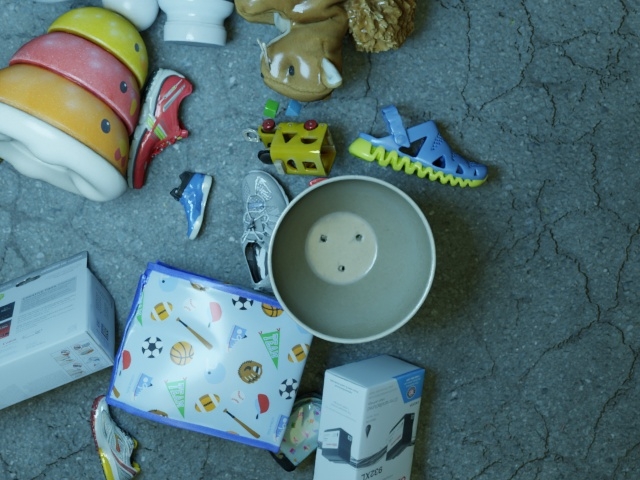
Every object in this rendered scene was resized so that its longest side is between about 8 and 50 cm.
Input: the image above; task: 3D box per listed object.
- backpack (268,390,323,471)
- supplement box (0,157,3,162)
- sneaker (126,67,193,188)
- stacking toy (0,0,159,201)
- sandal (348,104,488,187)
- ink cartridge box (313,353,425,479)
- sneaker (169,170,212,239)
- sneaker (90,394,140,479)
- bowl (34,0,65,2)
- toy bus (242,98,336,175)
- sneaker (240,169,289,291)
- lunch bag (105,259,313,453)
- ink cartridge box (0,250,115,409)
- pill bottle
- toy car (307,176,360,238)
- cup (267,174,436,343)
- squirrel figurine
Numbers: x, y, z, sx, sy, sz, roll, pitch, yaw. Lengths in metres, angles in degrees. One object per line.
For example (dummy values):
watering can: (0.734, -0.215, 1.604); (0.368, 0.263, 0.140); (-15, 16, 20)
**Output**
backpack: (-0.046, 0.452, 1.674); (0.182, 0.115, 0.152); (-40, 97, 2)
supplement box: (-0.737, -0.202, 1.535); (0.078, 0.080, 0.233); (43, 97, -9)
sneaker: (-0.354, -0.234, 1.540); (0.118, 0.107, 0.279); (17, 104, -20)
stacking toy: (-0.467, -0.352, 1.417); (0.350, 0.350, 0.480); (25, 76, -7)
sandal: (0.231, -0.207, 1.563); (0.317, 0.126, 0.138); (18, 95, -7)
ink cartridge box: (0.112, 0.442, 1.617); (0.223, 0.129, 0.307); (-5, 105, -47)
sneaker: (-0.303, -0.082, 1.587); (0.084, 0.058, 0.152); (13, 95, -11)
sneaker: (-0.495, 0.474, 1.682); (0.093, 0.088, 0.225); (-16, 102, -21)
bowl: (-0.519, -0.587, 1.416); (0.298, 0.134, 0.298); (-8, 66, 17)
toy bus: (-0.068, -0.193, 1.513); (0.191, 0.202, 0.104); (28, 57, -17)
sneaker: (-0.126, -0.021, 1.554); (0.105, 0.115, 0.281); (-13, 87, 25)
lunch bag: (-0.242, 0.246, 1.541); (0.385, 0.239, 0.328); (17, 84, -14)
ink cartridge box: (-0.629, 0.198, 1.566); (0.309, 0.272, 0.130); (-21, 132, 2)
pill bottle: (-0.255, -0.550, 1.451); (0.162, 0.162, 0.278); (3, 100, -3)
toy car: (0.000, 0.000, 1.622); (0.225, 0.053, 0.239); (-42, 99, 5)
cup: (0.054, 0.026, 1.474); (0.331, 0.237, 0.331); (0, 96, -4)
squirrel figurine: (0.024, -0.472, 1.407); (0.397, 0.281, 0.370); (-7, 90, -11)
